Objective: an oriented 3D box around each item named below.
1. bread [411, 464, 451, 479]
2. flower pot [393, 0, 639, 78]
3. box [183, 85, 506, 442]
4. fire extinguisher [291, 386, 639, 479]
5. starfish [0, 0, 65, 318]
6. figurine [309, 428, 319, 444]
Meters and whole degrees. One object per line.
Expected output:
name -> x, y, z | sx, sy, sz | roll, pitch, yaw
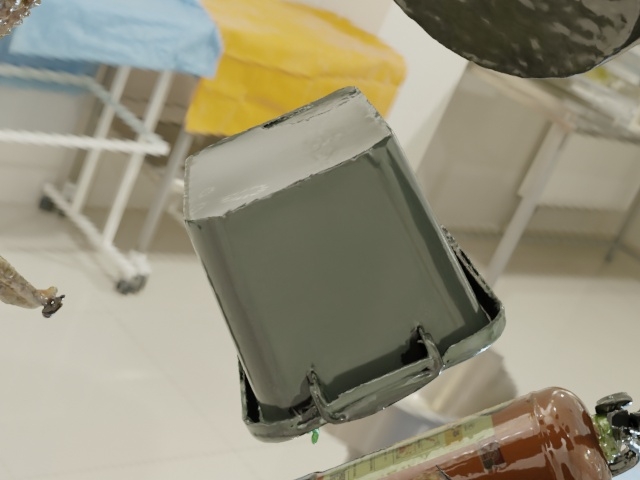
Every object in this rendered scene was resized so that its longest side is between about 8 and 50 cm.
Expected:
bread -> 0.154, 0.328, 0.918 | 0.344, 0.149, 0.195 | 44, -3, -33
flower pot -> 0.119, -0.187, 0.585 | 0.269, 0.166, 0.269 | 34, -22, 16
box -> 0.000, 0.000, 0.741 | 0.243, 0.163, 0.135 | -106, 171, -74
fire extinguisher -> 0.142, 0.210, 1.076 | 0.113, 0.376, 0.200 | 69, 14, 6
starfish -> -0.305, -0.032, 0.768 | 0.398, 0.384, 0.132 | -33, 57, -30
figurine -> 0.002, 0.180, 1.488 | 0.115, 0.094, 0.156 | 42, 40, -32
